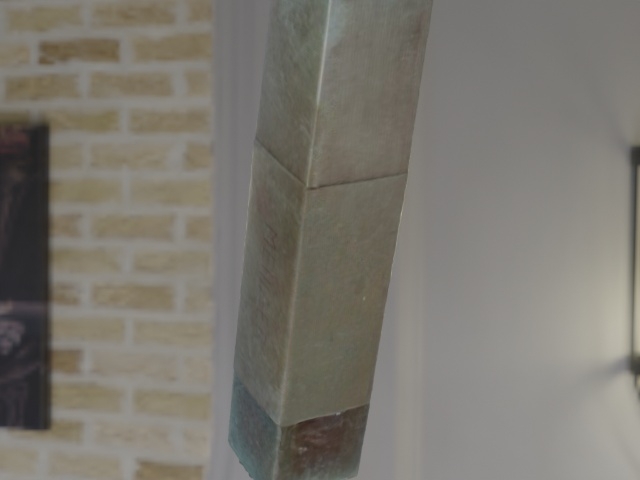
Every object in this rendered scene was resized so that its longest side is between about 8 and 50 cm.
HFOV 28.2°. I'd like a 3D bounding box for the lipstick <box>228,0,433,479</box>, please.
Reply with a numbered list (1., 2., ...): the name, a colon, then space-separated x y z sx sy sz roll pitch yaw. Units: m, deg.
1. lipstick: 0.000 0.000 0.838 0.079 0.371 0.076 -9 -146 -28
